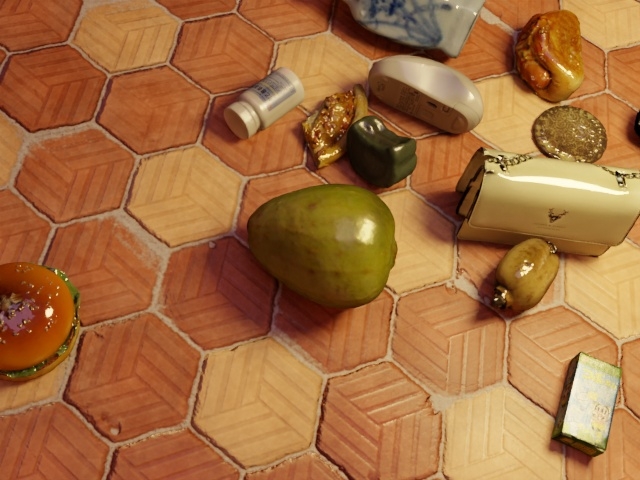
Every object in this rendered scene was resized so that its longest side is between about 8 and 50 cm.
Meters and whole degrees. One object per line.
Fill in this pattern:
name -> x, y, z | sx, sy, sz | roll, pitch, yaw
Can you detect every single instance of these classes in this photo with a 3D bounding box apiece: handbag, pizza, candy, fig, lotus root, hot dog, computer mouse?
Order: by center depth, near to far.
candy -> 0.555, 0.339, 1.592 | 0.097, 0.062, 0.195 | 22, 62, 6
fig -> 0.000, 0.000, 1.599 | 0.326, 0.258, 0.258 | 15, 60, 15
lotus root -> 0.441, 0.084, 1.681 | 0.125, 0.118, 0.221 | 45, 68, 3
handbag -> 0.501, -0.087, 1.716 | 0.358, 0.237, 0.160 | 7, 59, -3
pizza -> 0.040, -0.284, 1.864 | 0.134, 0.056, 0.271 | 37, 62, 3
computer mouse -> 0.266, -0.373, 1.870 | 0.296, 0.184, 0.121 | 27, 79, 9
hot dog -> 0.591, -0.492, 2.000 | 0.153, 0.150, 0.257 | 12, 61, -11

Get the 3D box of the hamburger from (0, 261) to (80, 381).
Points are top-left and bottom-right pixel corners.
hamburger -> -0.590, 0.145, 1.488 | 0.246, 0.170, 0.246 | 3, 64, -6

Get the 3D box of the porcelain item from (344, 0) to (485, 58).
porcelain item -> 0.206, -0.627, 1.967 | 0.405, 0.243, 0.178 | 28, 37, 6

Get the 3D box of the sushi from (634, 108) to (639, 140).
sushi -> 0.876, -0.289, 1.929 | 0.150, 0.153, 0.172 | 5, 82, 15

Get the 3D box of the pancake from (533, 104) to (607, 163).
pancake -> 0.638, -0.268, 1.953 | 0.199, 0.021, 0.199 | 3, 62, -6

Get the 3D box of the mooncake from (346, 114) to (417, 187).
mooncake -> 0.142, -0.212, 1.778 | 0.104, 0.168, 0.175 | -35, 87, -24

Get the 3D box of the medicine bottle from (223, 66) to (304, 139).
medicine bottle -> -0.134, -0.328, 1.839 | 0.103, 0.103, 0.186 | 43, 65, 15
